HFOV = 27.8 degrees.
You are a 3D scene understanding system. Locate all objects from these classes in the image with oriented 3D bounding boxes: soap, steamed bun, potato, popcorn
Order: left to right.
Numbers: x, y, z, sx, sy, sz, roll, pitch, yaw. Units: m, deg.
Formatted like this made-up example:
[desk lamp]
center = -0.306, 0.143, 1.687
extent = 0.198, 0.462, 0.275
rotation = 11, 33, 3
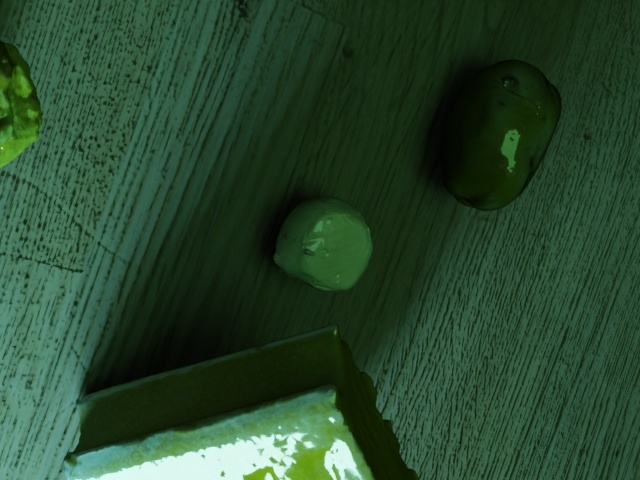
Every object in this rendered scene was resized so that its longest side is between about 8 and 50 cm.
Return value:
[popcorn]
center = -0.349, -0.118, 1.199
extent = 0.197, 0.155, 0.197
rotation = -30, 135, -35
[soap]
center = -0.075, 0.271, 1.446
extent = 0.335, 0.156, 0.293
rotation = -15, 123, 12
[steamed bun]
center = 0.000, 0.000, 1.575
extent = 0.130, 0.091, 0.112
rotation = 17, 97, -45
[potato]
center = 0.235, -0.137, 1.701
extent = 0.154, 0.137, 0.200
rotation = 39, 77, -42
